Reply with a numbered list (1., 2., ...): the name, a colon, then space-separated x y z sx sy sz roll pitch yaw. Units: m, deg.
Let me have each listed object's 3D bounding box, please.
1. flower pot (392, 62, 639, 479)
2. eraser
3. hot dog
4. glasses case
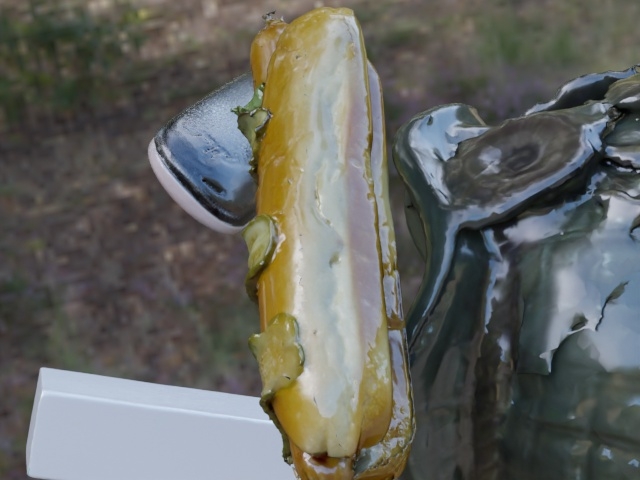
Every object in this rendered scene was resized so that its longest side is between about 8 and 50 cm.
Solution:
1. flower pot: 0.143 0.038 1.043 0.213 0.302 0.302 4 18 5
2. eraser: -0.094 0.171 1.605 0.298 0.076 0.078 9 10 -12
3. hot dog: 0.000 0.000 0.893 0.072 0.109 0.270 -8 59 5
4. glasses case: -0.075 -0.090 1.846 0.075 0.122 0.314 -44 1 24
